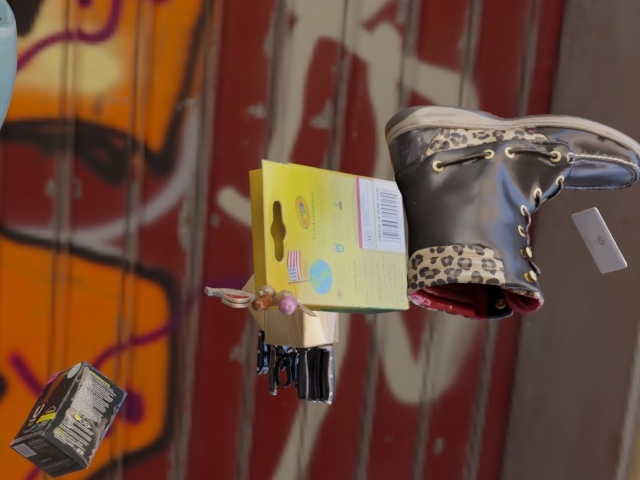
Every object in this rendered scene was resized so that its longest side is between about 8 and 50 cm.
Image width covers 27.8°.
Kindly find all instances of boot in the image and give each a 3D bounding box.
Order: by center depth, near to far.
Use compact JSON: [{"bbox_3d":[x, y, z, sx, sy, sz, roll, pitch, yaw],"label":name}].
[{"bbox_3d":[0.276,-0.034,1.790,0.138,0.378,0.284,121,-27,-58],"label":"boot"}]

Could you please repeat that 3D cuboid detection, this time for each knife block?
[{"bbox_3d":[-0.019,0.132,2.171,0.242,0.088,0.275,54,-54,26],"label":"knife block"}]

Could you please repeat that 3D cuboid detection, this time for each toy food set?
[{"bbox_3d":[-0.066,0.067,1.505,0.078,0.122,0.019,30,-71,57],"label":"toy food set"}]

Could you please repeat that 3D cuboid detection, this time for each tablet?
[{"bbox_3d":[0.342,0.001,1.591,0.083,0.006,0.054,61,-25,-2],"label":"tablet"}]

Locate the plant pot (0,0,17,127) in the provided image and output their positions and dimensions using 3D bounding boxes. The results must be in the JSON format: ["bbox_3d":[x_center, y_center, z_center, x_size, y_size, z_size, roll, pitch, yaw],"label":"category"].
[{"bbox_3d":[-0.497,-0.245,1.625,0.195,0.290,0.290,-46,-144,19],"label":"plant pot"}]

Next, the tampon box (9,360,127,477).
[{"bbox_3d":[-0.433,0.307,2.222,0.120,0.101,0.161,-24,-148,45],"label":"tampon box"}]

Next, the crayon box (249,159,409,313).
[{"bbox_3d":[0.000,0.000,1.870,0.081,0.319,0.202,-9,-101,38],"label":"crayon box"}]
